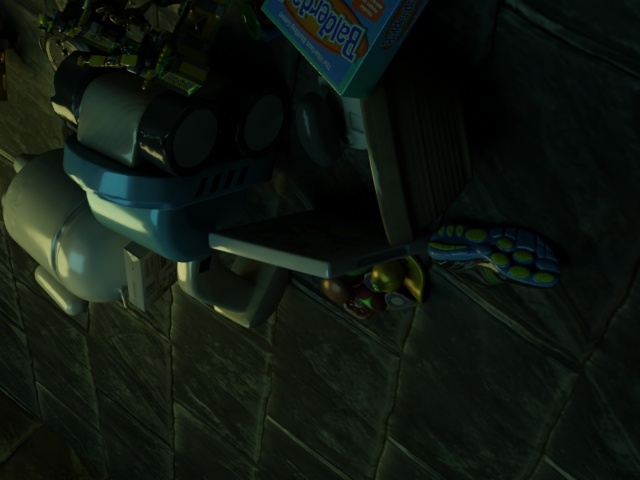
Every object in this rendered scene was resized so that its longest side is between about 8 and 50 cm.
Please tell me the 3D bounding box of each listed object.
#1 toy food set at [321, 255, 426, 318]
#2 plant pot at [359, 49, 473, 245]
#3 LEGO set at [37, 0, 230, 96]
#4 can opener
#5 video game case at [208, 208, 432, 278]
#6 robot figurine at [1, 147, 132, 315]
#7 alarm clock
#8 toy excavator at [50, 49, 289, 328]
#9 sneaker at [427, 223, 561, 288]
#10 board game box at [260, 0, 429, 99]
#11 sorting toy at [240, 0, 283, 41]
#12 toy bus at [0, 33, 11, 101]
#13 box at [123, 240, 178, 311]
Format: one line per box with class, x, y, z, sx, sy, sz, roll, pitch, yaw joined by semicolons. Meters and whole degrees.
toy food set;0.063;0.068;1.721;0.128;0.071;0.218;53;149;-12
plant pot;0.111;-0.119;1.351;0.110;0.237;0.237;-11;129;7
LEGO set;-0.246;-0.324;1.395;0.192;0.255;0.331;20;-164;-40
can opener;0.008;-0.206;1.434;0.076;0.095;0.283;24;147;31
video game case;0.000;0.000;1.598;0.227;0.206;0.026;13;109;42
robot figurine;-0.400;-0.025;2.015;0.353;0.200;0.299;35;114;36
alarm clock;-0.385;-0.290;1.853;0.192;0.064;0.129;19;141;42
toy excavator;-0.187;-0.047;1.705;0.222;0.433;0.445;26;117;29
sneaker;0.224;0.024;1.494;0.188;0.067;0.078;11;157;42
board game box;0.042;-0.276;1.217;0.160;0.047;0.210;50;122;29
sorting toy;-0.063;-0.285;1.491;0.061;0.042;0.102;65;160;-3
toy bus;-0.576;-0.323;1.997;0.104;0.191;0.202;-2;144;-6
box;-0.234;0.007;1.895;0.038;0.186;0.145;34;148;20
